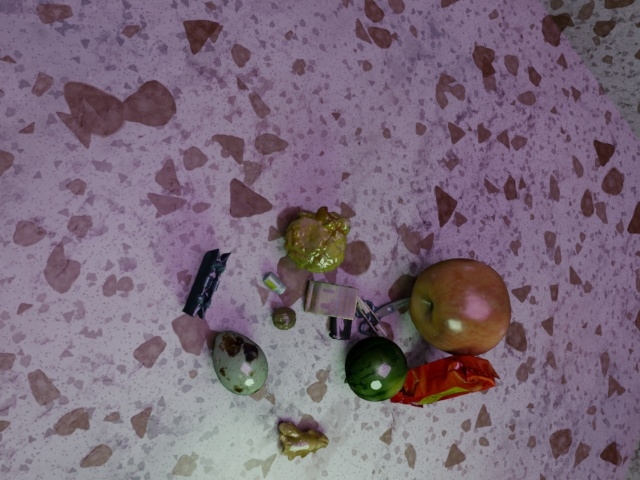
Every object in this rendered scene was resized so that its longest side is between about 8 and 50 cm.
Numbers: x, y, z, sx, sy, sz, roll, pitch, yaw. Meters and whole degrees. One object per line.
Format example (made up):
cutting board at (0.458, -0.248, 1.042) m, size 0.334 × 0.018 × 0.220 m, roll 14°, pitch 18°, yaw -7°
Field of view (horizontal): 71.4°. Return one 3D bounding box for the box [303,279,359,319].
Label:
box at (0.041, 0.226, 1.683) m, size 0.193 × 0.030 × 0.121 m, roll 10°, pitch 79°, yaw -3°

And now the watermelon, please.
watermelon at (0.207, 0.481, 1.677) m, size 0.242 × 0.242 × 0.242 m, roll 1°, pitch 87°, yaw -25°

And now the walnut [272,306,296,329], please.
walnut at (-0.131, 0.282, 1.612) m, size 0.092 × 0.092 × 0.092 m, roll 1°, pitch 87°, yaw -25°

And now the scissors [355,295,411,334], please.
scissors at (0.271, 0.281, 1.822) m, size 0.289 × 0.041 × 0.138 m, roll -18°, pitch 88°, yaw -24°

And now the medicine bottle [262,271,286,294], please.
medicine bottle at (-0.166, 0.155, 1.616) m, size 0.083 × 0.047 × 0.047 m, roll 45°, pitch 71°, yaw -17°

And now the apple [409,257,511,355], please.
apple at (0.542, 0.256, 1.752) m, size 0.347 × 0.391 × 0.391 m, roll 2°, pitch 87°, yaw -16°

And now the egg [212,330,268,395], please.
egg at (-0.273, 0.407, 1.491) m, size 0.169 × 0.169 × 0.231 m, roll -35°, pitch 89°, yaw -23°

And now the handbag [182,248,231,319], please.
handbag at (-0.367, 0.140, 1.450) m, size 0.062 × 0.179 × 0.229 m, roll 24°, pitch 76°, yaw -22°

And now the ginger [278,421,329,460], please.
ginger at (-0.067, 0.740, 1.622) m, size 0.206 × 0.081 × 0.115 m, roll 22°, pitch 47°, yaw -15°

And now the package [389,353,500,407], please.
package at (0.473, 0.554, 1.747) m, size 0.196 × 0.423 × 0.123 m, roll 19°, pitch 51°, yaw -29°

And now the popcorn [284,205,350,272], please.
popcorn at (0.000, 0.000, 1.613) m, size 0.259 × 0.212 × 0.259 m, roll -3°, pitch 74°, yaw 12°

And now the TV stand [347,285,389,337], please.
TV stand at (0.181, 0.285, 1.749) m, size 0.042 × 0.036 × 0.249 m, roll -38°, pitch 98°, yaw -12°

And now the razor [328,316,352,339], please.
razor at (0.082, 0.312, 1.723) m, size 0.090 × 0.054 × 0.148 m, roll 10°, pitch 80°, yaw -21°
